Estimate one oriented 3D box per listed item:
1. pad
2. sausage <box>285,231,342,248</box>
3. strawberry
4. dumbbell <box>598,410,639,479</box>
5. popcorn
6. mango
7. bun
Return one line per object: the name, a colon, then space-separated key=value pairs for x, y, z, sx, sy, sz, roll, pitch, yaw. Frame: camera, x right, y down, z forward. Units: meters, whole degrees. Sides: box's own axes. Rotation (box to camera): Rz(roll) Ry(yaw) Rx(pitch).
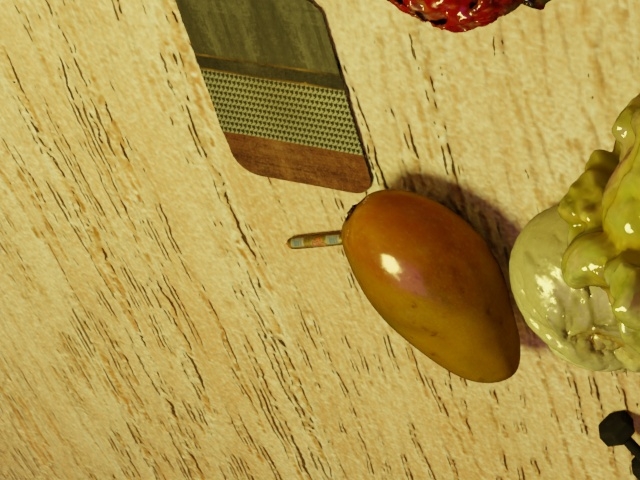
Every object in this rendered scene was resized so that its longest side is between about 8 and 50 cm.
pad: x=-0.123 y=-0.138 z=1.438 sx=0.323 sy=0.055 sz=0.250 roll=-3 pitch=135 yaw=17
sausage: x=0.000 y=0.000 z=1.550 sx=0.100 sy=0.015 sz=0.015 roll=-6 pitch=131 yaw=42
strawberry: x=0.085 y=-0.225 z=1.142 sx=0.192 sy=0.085 sz=0.140 roll=43 pitch=147 yaw=-13
dumbbell: x=0.325 y=0.215 z=1.543 sx=0.083 sy=0.036 sz=0.040 roll=46 pitch=146 yaw=-19
popcorn: x=0.292 y=-0.010 z=1.117 sx=0.259 sy=0.259 sz=0.212 roll=56 pitch=171 yaw=-31
mango: x=0.119 y=0.051 z=1.432 sx=0.138 sy=0.113 sz=0.253 roll=-8 pitch=131 yaw=45
bun: x=0.255 y=0.052 z=1.329 sx=0.188 sy=0.111 sz=0.164 roll=42 pitch=142 yaw=-9
